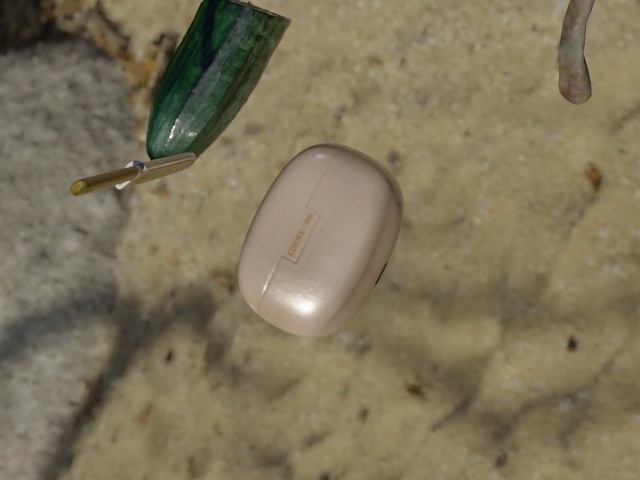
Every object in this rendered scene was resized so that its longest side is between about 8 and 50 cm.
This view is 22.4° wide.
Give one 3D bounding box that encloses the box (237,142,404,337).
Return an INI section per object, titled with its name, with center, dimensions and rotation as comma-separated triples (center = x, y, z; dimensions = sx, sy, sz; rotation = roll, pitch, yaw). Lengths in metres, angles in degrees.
[box]
center = 0.000, 0.000, 1.655
dimensions = 0.200, 0.146, 0.088
rotation = -63, -15, 5

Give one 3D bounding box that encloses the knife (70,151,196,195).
[knife]
center = -0.195, -0.071, 1.688
dimensions = 0.046, 0.022, 0.256
rotation = -37, -6, 25

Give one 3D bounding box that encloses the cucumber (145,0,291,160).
[cucumber]
center = -0.138, -0.192, 2.022
dimensions = 0.244, 0.115, 0.063
rotation = -62, 14, 8

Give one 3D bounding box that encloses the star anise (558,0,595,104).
[star anise]
center = 0.337, -0.197, 1.016
dimensions = 0.359, 0.316, 0.139
rotation = 104, 172, -47
